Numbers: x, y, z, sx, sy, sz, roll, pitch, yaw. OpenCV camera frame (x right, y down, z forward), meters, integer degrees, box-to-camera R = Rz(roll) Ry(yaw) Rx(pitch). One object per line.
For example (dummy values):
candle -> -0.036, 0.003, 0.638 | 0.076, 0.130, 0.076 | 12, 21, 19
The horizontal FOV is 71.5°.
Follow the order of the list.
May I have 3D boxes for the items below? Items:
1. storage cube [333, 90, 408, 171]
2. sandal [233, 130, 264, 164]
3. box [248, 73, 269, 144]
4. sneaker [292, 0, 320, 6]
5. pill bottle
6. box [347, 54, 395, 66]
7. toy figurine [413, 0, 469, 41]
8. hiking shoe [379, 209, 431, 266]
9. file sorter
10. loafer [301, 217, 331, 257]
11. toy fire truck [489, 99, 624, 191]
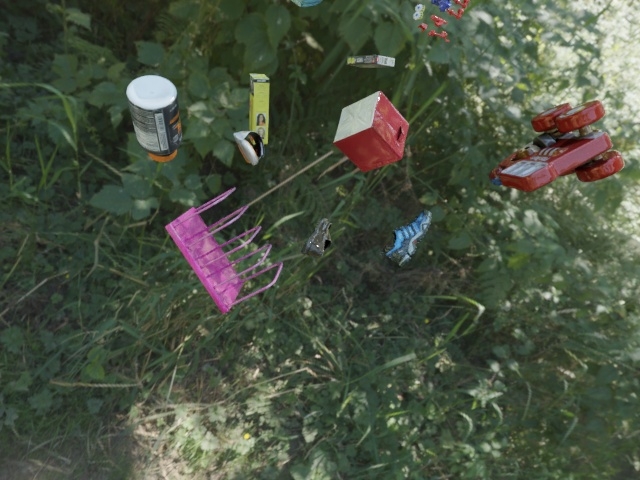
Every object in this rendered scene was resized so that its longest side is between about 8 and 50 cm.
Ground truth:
storage cube -> 0.189, -0.402, 1.671 | 0.193, 0.215, 0.184 | 37, 57, -36
sandal -> -0.216, -0.302, 1.440 | 0.102, 0.076, 0.265 | 66, -9, -27
box -> -0.222, -0.470, 1.598 | 0.058, 0.232, 0.087 | -6, 33, -19
sneaker -> -0.104, -0.925, 1.538 | 0.319, 0.208, 0.127 | 21, 73, -20
pill bottle -> -0.470, -0.337, 1.280 | 0.130, 0.246, 0.130 | 5, 59, -9
box -> 0.228, -0.816, 2.029 | 0.114, 0.036, 0.207 | -6, 20, -34
toy figurine -> 0.532, -0.980, 1.700 | 0.191, 0.363, 0.217 | 24, 3, -15
hiking shoe -> 0.385, -0.034, 1.948 | 0.132, 0.113, 0.304 | 30, 64, 9
file sorter -> -0.261, 0.016, 1.290 | 0.291, 0.182, 0.202 | 60, 11, -14
loafer -> 0.000, 0.000, 1.526 | 0.078, 0.080, 0.220 | 32, 35, -1
toy fire truck -> 0.562, -0.212, 1.114 | 0.169, 0.253, 0.302 | 61, 6, -12
